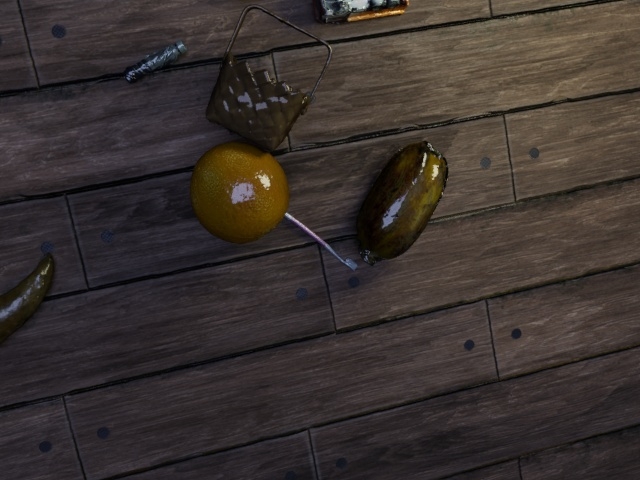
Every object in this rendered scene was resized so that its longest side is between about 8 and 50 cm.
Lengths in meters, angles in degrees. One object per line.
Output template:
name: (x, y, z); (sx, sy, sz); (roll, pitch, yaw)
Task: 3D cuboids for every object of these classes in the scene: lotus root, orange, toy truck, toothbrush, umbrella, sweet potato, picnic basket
lotus root: (0.233, -0.106, 1.484); (0.195, 0.179, 0.398); (32, 90, -8)
orange: (-0.219, -0.130, 1.376); (0.274, 0.274, 0.275); (-1, 96, -8)
toy truck: (0.117, -0.688, 1.437); (0.270, 0.135, 0.114); (-13, 95, -11)
toothbrush: (0.000, 0.000, 1.543); (0.286, 0.020, 0.025); (38, 81, -11)
umbrella: (-0.459, -0.497, 1.414); (0.188, 0.050, 0.046); (-32, 79, -3)
sweet potato: (-0.887, 0.210, 1.389); (0.422, 0.130, 0.130); (-41, 100, -9)
picnic basket: (-0.140, -0.417, 1.342); (0.254, 0.291, 0.321); (24, 104, -9)
